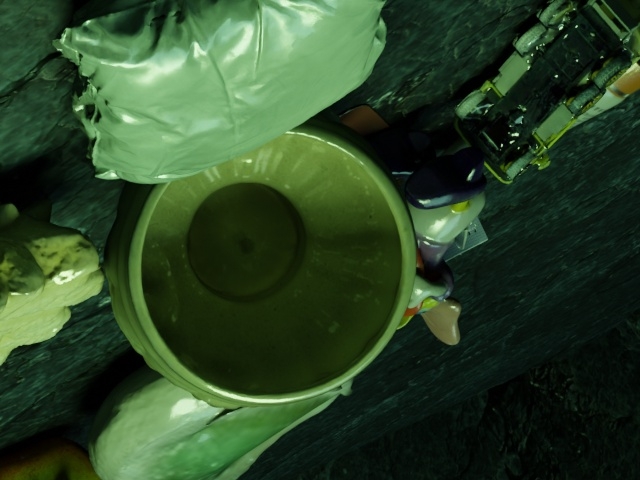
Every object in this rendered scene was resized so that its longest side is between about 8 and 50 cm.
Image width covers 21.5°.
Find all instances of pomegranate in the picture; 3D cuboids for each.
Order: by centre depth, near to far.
[{"bbox_3d":[-0.405,0.403,2.489,0.221,0.221,0.257,-24,180,-19],"label":"pomegranate"}]

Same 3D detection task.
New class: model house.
[{"bbox_3d":[0.195,-0.031,2.436,0.117,0.088,0.167,-26,164,-9],"label":"model house"}]

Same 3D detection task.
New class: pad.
[{"bbox_3d":[-0.040,-0.077,2.023,0.267,0.004,0.181,-32,165,8],"label":"pad"}]

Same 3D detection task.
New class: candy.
[{"bbox_3d":[-0.165,0.240,2.460,0.386,0.186,0.427,-32,166,16],"label":"candy"}]

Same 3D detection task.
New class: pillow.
[{"bbox_3d":[-0.070,-0.169,1.420,0.310,0.138,0.283,-25,164,-7],"label":"pillow"}]

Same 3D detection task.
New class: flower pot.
[{"bbox_3d":[-0.069,0.010,1.688,0.307,0.307,0.244,-28,-167,-7],"label":"flower pot"}]

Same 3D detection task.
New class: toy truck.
[{"bbox_3d":[0.292,-0.199,2.022,0.157,0.124,0.272,-29,165,-45],"label":"toy truck"}]

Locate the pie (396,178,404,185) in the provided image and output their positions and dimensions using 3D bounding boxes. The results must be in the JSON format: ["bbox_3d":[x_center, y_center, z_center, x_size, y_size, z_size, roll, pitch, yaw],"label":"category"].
[{"bbox_3d":[0.051,-0.052,2.210,0.191,0.033,0.088,-33,160,6],"label":"pie"}]

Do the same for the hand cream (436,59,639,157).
[{"bbox_3d":[0.295,-0.169,2.186,0.314,0.089,0.140,-33,164,29],"label":"hand cream"}]

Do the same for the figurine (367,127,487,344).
[{"bbox_3d":[0.127,0.001,2.178,0.193,0.154,0.421,-39,156,-34],"label":"figurine"}]

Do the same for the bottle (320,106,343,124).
[{"bbox_3d":[-0.074,-0.049,1.862,0.245,0.104,0.104,-28,165,-4],"label":"bottle"}]

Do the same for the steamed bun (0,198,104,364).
[{"bbox_3d":[-0.360,0.057,1.633,0.292,0.137,0.295,-30,173,-14],"label":"steamed bun"}]
